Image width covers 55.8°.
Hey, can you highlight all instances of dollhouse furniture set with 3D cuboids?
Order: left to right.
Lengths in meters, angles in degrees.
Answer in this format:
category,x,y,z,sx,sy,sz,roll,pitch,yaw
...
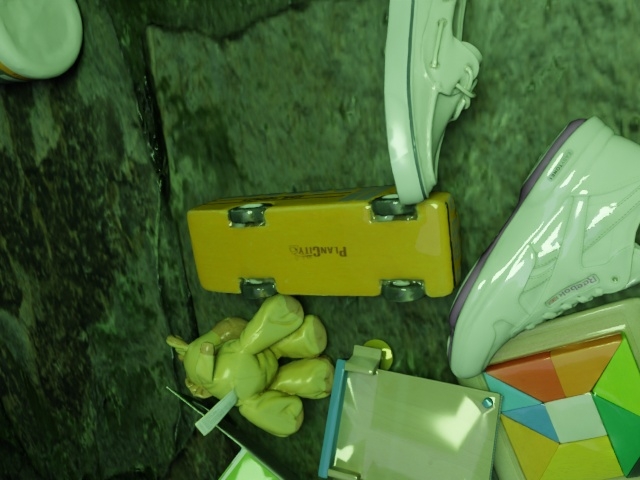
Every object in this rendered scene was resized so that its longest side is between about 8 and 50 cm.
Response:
category,x,y,z,sx,sy,sz,roll,pitch,yaw
dollhouse furniture set,0.163,0.289,0.736,0.286,0.198,0.304,5,83,21

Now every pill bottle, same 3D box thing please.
category,x,y,z,sx,sy,sz,roll,pitch,yaw
pill bottle,-0.488,-0.296,0.847,0.278,0.162,0.162,1,105,25

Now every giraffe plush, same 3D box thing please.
category,x,y,z,sx,sy,sz,roll,pitch,yaw
giraffe plush,-0.110,0.165,0.810,0.170,0.210,0.182,3,112,55

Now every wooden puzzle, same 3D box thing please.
category,x,y,z,sx,sy,sz,roll,pitch,yaw
wooden puzzle,0.285,0.196,0.681,0.238,0.044,0.221,-21,95,29

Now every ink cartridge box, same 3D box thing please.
category,x,y,z,sx,sy,sz,roll,pitch,yaw
ink cartridge box,-0.119,0.322,0.827,0.255,0.189,0.097,34,76,13

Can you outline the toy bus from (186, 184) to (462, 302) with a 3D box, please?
category,x,y,z,sx,sy,sz,roll,pitch,yaw
toy bus,0.000,0.000,0.712,0.332,0.130,0.108,-2,103,26

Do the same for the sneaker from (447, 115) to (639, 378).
category,x,y,z,sx,sy,sz,roll,pitch,yaw
sneaker,0.237,0.037,0.611,0.152,0.114,0.305,32,112,13

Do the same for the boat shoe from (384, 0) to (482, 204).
category,x,y,z,sx,sy,sz,roll,pitch,yaw
boat shoe,0.113,-0.164,0.591,0.088,0.096,0.268,-1,68,16
